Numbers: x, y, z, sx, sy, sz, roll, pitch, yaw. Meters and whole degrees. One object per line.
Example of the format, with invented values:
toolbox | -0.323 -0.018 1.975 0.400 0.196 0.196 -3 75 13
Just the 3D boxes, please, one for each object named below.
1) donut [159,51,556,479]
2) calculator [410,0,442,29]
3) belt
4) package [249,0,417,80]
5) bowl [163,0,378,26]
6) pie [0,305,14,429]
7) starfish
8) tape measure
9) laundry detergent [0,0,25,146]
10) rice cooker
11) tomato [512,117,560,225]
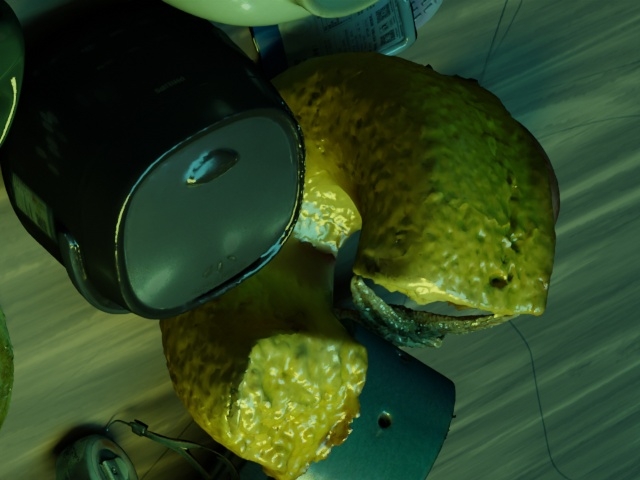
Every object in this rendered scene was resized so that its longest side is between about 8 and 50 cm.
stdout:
donut | 0.000 0.000 1.891 0.163 0.377 0.435 24 122 -42
calculator | 0.085 -0.271 1.997 0.103 0.024 0.166 -42 148 -7
belt | -0.032 0.289 2.165 0.436 0.173 0.300 -56 -171 25
package | 0.012 -0.220 1.948 0.173 0.027 0.171 -24 144 -8
bowl | -0.007 -0.302 1.566 0.354 0.185 0.354 -36 156 -19
pie | -0.417 0.147 1.825 0.323 0.070 0.323 -29 140 -27
starfish | 0.078 0.091 2.197 0.231 0.295 0.048 26 64 -43
tape measure | -0.187 0.242 2.079 0.180 0.104 0.107 -14 -178 22
laundry detergent | -0.330 -0.103 1.649 0.144 0.078 0.221 0 125 -22
rice cooker | -0.156 -0.074 1.752 0.267 0.224 0.267 -29 141 -27
tomato | 0.156 -0.049 2.152 0.208 0.184 0.208 -27 175 -2
